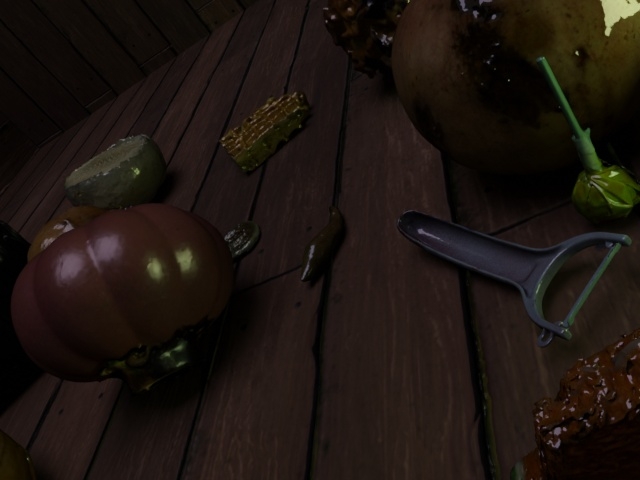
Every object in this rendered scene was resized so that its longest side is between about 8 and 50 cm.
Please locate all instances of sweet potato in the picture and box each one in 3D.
[{"bbox_3d":[0.006,0.000,0.871,0.041,0.038,0.153,7,47,22],"label":"sweet potato"}]

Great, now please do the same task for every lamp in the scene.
[{"bbox_3d":[-0.260,0.090,0.843,0.305,0.240,0.305,-26,-11,-5],"label":"lamp"}]

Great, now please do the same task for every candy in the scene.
[{"bbox_3d":[0.248,-0.094,0.576,0.062,0.194,0.058,-31,27,13],"label":"candy"}]

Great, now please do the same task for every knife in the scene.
[{"bbox_3d":[0.175,0.023,0.642,0.123,0.053,0.278,-50,31,-10],"label":"knife"}]

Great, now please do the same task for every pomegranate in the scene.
[{"bbox_3d":[0.232,-0.226,0.698,0.322,0.322,0.322,-28,32,19],"label":"pomegranate"}]

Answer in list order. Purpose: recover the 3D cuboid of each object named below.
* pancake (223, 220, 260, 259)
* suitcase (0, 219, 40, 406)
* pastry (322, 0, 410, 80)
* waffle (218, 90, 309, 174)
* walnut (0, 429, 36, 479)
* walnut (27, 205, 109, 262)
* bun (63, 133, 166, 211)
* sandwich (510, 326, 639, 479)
[{"bbox_3d":[-0.149,0.005,1.053,0.108,0.017,0.108,-28,28,16],"label":"pancake"},{"bbox_3d":[-0.663,0.126,1.130,0.339,0.345,0.188,-46,26,-11],"label":"suitcase"},{"bbox_3d":[0.168,-0.486,1.100,0.405,0.292,0.337,-55,22,-8],"label":"pastry"},{"bbox_3d":[-0.113,-0.245,1.306,0.211,0.055,0.160,-41,31,-2],"label":"waffle"},{"bbox_3d":[-0.509,0.337,0.827,0.336,0.209,0.209,12,57,52],"label":"walnut"},{"bbox_3d":[-0.414,0.047,1.086,0.195,0.222,0.195,-5,39,4],"label":"walnut"},{"bbox_3d":[-0.483,-0.141,1.477,0.259,0.152,0.259,-20,27,11],"label":"bun"},{"bbox_3d":[0.219,0.106,0.397,0.235,0.159,0.079,-48,30,27],"label":"sandwich"}]
